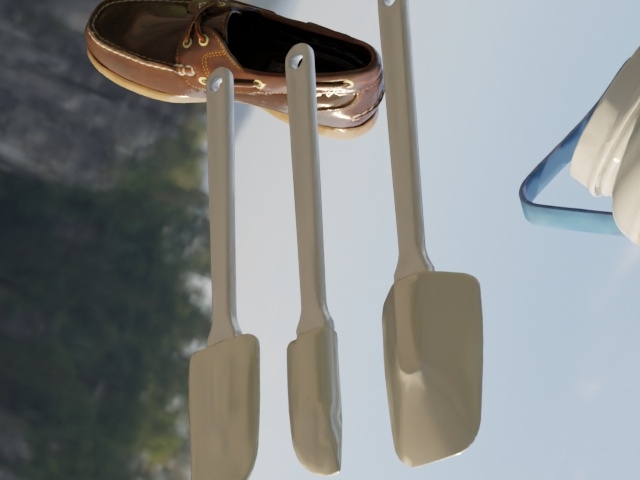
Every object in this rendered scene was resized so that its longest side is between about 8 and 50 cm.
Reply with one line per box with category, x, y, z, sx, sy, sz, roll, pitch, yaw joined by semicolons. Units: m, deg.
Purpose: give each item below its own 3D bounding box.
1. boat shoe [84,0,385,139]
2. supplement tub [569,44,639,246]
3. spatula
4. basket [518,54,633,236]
boat shoe;-0.057;-0.127;1.000;0.073;0.207;0.073;89;15;-64
supplement tub;0.258;-0.031;0.866;0.144;0.200;0.144;-46;161;-21
spatula;0.000;0.000;0.725;0.168;0.019;0.242;-23;-123;37
basket;0.346;-0.078;1.317;0.255;0.289;0.201;-47;136;-31
